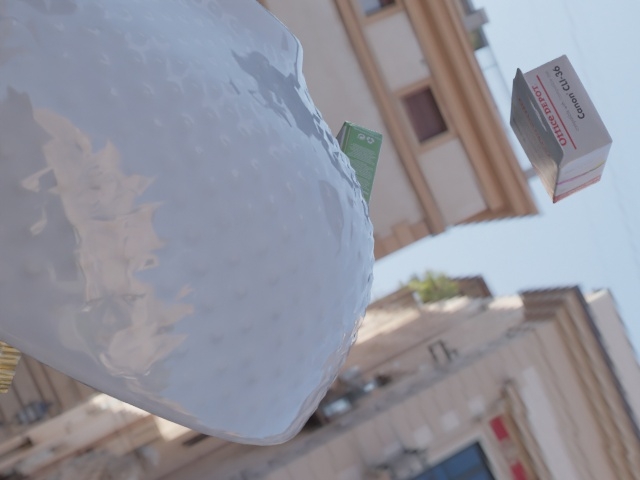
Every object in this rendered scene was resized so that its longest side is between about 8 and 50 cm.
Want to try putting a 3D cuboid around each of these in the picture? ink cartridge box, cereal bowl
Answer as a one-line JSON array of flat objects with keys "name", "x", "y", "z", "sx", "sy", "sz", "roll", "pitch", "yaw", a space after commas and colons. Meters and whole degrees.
[{"name": "ink cartridge box", "x": 0.000, "y": 0.000, "z": 1.544, "sx": 0.171, "sy": 0.056, "sz": 0.235, "roll": 122, "pitch": -15, "yaw": -48}, {"name": "cereal bowl", "x": -0.111, "y": -0.068, "z": 0.557, "sx": 0.339, "sy": 0.141, "sz": 0.339, "roll": 35, "pitch": 1, "yaw": -1}, {"name": "ink cartridge box", "x": 0.264, "y": -0.125, "z": 1.477, "sx": 0.115, "sy": 0.067, "sz": 0.198, "roll": 64, "pitch": 1, "yaw": 14}]

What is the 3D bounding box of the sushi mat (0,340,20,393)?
[{"name": "sushi mat", "x": -0.414, "y": 0.064, "z": 1.203, "sx": 0.019, "sy": 0.317, "sz": 0.151, "roll": 40, "pitch": -64, "yaw": 53}]
